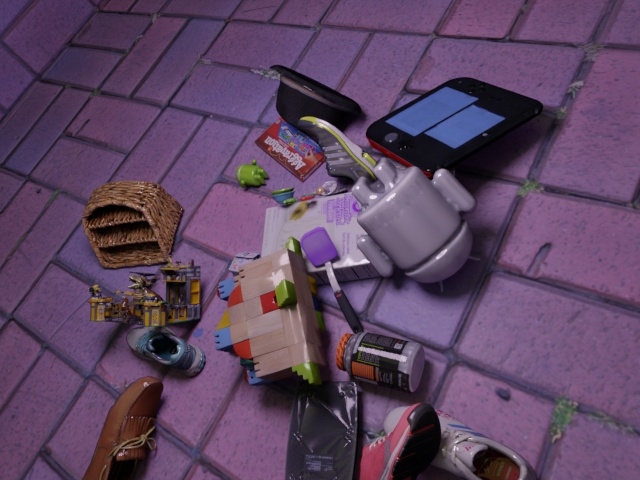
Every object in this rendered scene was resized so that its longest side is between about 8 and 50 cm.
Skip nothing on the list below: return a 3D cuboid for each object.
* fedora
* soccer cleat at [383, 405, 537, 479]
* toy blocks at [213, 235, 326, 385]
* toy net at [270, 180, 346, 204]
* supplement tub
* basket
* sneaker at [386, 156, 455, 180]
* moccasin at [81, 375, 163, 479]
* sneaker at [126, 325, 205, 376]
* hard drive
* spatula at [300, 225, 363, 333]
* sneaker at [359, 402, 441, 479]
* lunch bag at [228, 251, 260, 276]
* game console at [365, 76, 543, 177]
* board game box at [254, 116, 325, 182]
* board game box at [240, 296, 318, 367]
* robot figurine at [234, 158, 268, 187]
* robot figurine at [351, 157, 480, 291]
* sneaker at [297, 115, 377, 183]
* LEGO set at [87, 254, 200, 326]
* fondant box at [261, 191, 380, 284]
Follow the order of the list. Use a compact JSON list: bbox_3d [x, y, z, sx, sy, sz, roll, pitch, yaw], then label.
[{"bbox_3d":[-0.039,-0.438,1.689,0.334,0.334,0.152,39,112,36],"label":"fedora"},{"bbox_3d":[0.275,0.419,1.070,0.331,0.143,0.116,15,69,31],"label":"soccer cleat"},{"bbox_3d":[-0.148,0.203,1.304,0.261,0.191,0.381,-22,65,18],"label":"toy blocks"},{"bbox_3d":[-0.023,-0.145,1.522,0.232,0.045,0.122,-15,7,-25],"label":"toy net"},{"bbox_3d":[0.140,0.282,1.231,0.190,0.117,0.117,8,65,28],"label":"supplement tub"},{"bbox_3d":[-0.647,-0.055,1.730,0.299,0.213,0.223,-4,59,23],"label":"basket"},{"bbox_3d":[0.276,-0.173,1.446,0.111,0.129,0.297,-30,36,-2],"label":"sneaker"},{"bbox_3d":[-0.508,0.544,1.355,0.147,0.139,0.380,13,68,29],"label":"moccasin"},{"bbox_3d":[-0.464,0.293,1.495,0.283,0.122,0.110,11,66,29],"label":"sneaker"},{"bbox_3d":[0.010,0.462,1.221,0.172,0.054,0.255,-6,59,21],"label":"hard drive"},{"bbox_3d":[0.036,0.109,1.348,0.084,0.030,0.296,-26,85,20],"label":"spatula"},{"bbox_3d":[0.137,0.447,1.067,0.136,0.116,0.314,38,119,48],"label":"sneaker"},{"bbox_3d":[-0.226,0.069,1.566,0.071,0.053,0.083,7,55,26],"label":"lunch bag"},{"bbox_3d":[0.351,-0.329,1.446,0.386,0.060,0.342,-31,35,-11],"label":"game console"},{"bbox_3d":[-0.094,-0.315,1.751,0.145,0.027,0.281,-45,54,-4],"label":"board game box"},{"bbox_3d":[-0.108,0.245,1.383,0.210,0.047,0.160,-8,65,10],"label":"board game box"},{"bbox_3d":[-0.233,-0.218,1.731,0.115,0.067,0.101,13,69,30],"label":"robot figurine"},{"bbox_3d":[0.230,-0.038,1.277,0.300,0.353,0.200,-41,7,21],"label":"robot figurine"},{"bbox_3d":[0.043,-0.257,1.549,0.300,0.111,0.121,39,94,7],"label":"sneaker"},{"bbox_3d":[-0.508,0.138,1.524,0.331,0.255,0.192,-1,88,36],"label":"LEGO set"},{"bbox_3d":[0.000,0.000,1.478,0.330,0.096,0.238,-9,58,19],"label":"fondant box"}]
